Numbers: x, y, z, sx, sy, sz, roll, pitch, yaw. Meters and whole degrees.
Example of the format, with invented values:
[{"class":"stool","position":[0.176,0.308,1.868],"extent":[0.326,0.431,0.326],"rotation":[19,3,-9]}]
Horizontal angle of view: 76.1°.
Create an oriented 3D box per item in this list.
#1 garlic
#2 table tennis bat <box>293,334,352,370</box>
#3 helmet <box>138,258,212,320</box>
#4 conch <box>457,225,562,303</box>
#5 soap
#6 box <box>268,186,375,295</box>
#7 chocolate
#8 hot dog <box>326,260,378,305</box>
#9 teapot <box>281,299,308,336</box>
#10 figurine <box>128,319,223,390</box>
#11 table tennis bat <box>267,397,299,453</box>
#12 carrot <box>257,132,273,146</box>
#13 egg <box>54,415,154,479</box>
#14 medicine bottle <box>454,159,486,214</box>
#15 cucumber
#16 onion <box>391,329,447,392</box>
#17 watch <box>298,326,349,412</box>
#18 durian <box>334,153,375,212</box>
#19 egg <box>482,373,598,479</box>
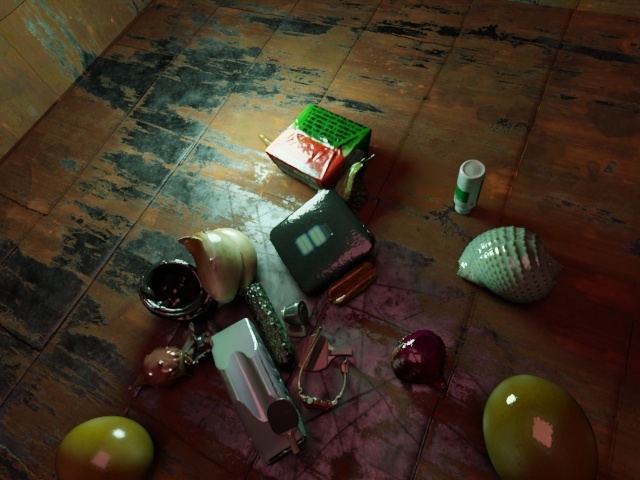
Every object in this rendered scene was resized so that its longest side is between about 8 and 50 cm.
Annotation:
[{"class":"garlic","position":[-0.379,0.079,1.587],"extent":[0.249,0.286,0.313],"rotation":[-43,66,0]},{"class":"table tennis bat","position":[0.007,0.407,1.483],"extent":[0.220,0.019,0.130],"rotation":[-4,63,9]},{"class":"helmet","position":[-0.567,0.213,1.606],"extent":[0.278,0.160,0.231],"rotation":[29,56,-2]},{"class":"conch","position":[0.666,0.064,1.445],"extent":[0.319,0.215,0.303],"rotation":[9,54,13]},{"class":"soap","position":[-0.203,0.485,1.341],"extent":[0.156,0.261,0.446],"rotation":[-28,61,-9]},{"class":"box","position":[0.000,0.000,1.619],"extent":[0.350,0.091,0.359],"rotation":[-38,63,5]},{"class":"chocolate","position":[-0.003,-0.402,1.820],"extent":[0.360,0.161,0.341],"rotation":[32,72,29]},{"class":"hot dog","position":[0.116,0.167,1.561],"extent":[0.235,0.062,0.092],"rotation":[-32,86,-12]},{"class":"teapot","position":[-0.101,0.291,1.526],"extent":[0.090,0.092,0.124],"rotation":[-14,53,21]},{"class":"figurine","position":[-0.528,0.444,1.490],"extent":[0.387,0.166,0.207],"rotation":[-38,29,-8]},{"class":"table tennis bat","position":[-0.099,0.535,1.179],"extent":[0.086,0.013,0.157],"rotation":[-23,79,-3]},{"class":"carrot","position":[-0.256,-0.481,1.991],"extent":[0.035,0.036,0.165],"rotation":[-44,61,-13]},{"class":"egg","position":[-0.697,0.702,1.320],"extent":[0.322,0.250,0.250],"rotation":[-1,62,22]},{"class":"medicine bottle","position":[0.566,-0.194,1.564],"extent":[0.095,0.260,0.095],"rotation":[-5,60,9]},{"class":"cucumber","position":[-0.182,0.323,1.514],"extent":[0.096,0.096,0.359],"rotation":[-31,61,-7]},{"class":"onion","position":[0.348,0.412,1.363],"extent":[0.195,0.140,0.218],"rotation":[-30,65,-14]},{"class":"watch","position":[0.016,0.450,1.411],"extent":[0.164,0.102,0.269],"rotation":[19,65,8]},{"class":"durian","position":[0.120,-0.198,1.721],"extent":[0.132,0.106,0.375],"rotation":[33,95,33]},{"class":"egg","position":[0.609,0.560,1.145],"extent":[0.282,0.283,0.352],"rotation":[-6,63,7]}]
